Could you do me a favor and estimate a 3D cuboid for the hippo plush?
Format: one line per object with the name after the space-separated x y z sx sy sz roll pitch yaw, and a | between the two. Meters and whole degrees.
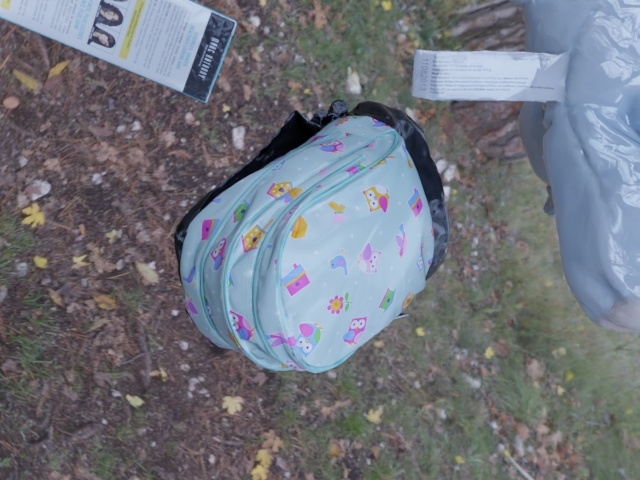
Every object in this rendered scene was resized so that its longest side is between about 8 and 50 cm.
0.210 -0.055 0.425 0.236 0.294 0.235 27 75 -79 | hippo plush

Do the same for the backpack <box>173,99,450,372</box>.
0.000 0.000 0.398 0.182 0.115 0.152 -33 112 -35 | backpack

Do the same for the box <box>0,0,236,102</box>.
-0.226 -0.254 0.709 0.244 0.060 0.101 21 108 -16 | box
